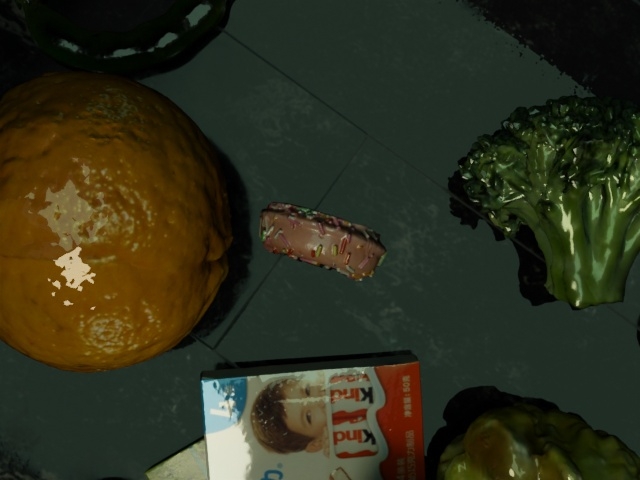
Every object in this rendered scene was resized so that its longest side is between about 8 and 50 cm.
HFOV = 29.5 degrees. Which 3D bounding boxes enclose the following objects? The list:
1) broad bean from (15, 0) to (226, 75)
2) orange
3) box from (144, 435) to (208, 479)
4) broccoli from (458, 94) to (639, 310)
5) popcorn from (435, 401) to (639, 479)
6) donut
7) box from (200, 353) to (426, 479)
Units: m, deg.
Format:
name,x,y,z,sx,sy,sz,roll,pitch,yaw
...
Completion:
name,x,y,z,sx,sy,sz,roll,pitch,yaw
broad bean,-0.243,-0.277,1.519,0.291,0.049,0.144,1,87,2
orange,-0.246,-0.019,1.368,0.293,0.340,0.341,8,88,0
box,-0.104,0.289,1.505,0.193,0.030,0.121,-31,88,1
broccoli,0.319,-0.045,1.413,0.288,0.248,0.246,10,96,46
popcorn,0.254,0.292,1.387,0.237,0.251,0.206,32,83,-1
donut,0.000,0.000,1.470,0.166,0.117,0.065,16,84,3
box,-0.005,0.281,1.460,0.264,0.048,0.273,-5,99,-4
